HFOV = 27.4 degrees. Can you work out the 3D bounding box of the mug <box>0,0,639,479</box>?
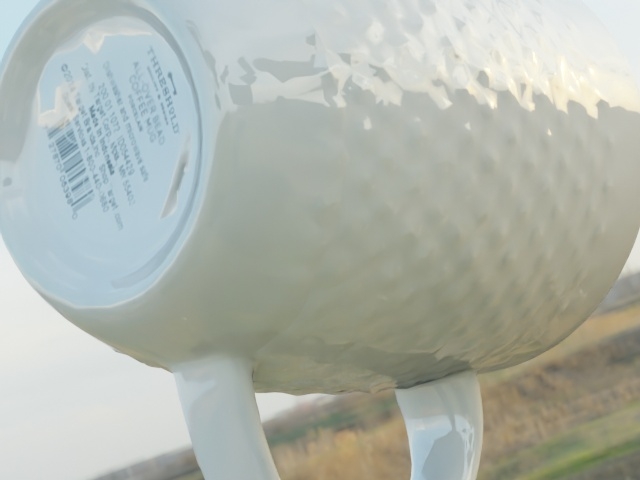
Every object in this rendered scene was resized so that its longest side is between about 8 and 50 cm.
[{"bbox_3d":[0.000,0.000,0.744,0.276,0.374,0.328,-15,-9,38],"label":"mug"}]
